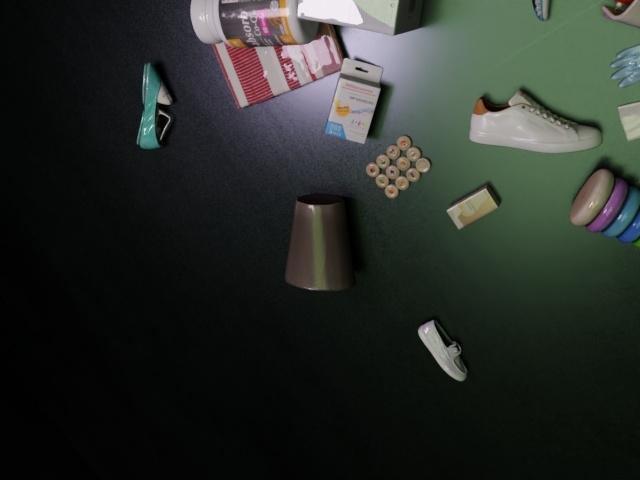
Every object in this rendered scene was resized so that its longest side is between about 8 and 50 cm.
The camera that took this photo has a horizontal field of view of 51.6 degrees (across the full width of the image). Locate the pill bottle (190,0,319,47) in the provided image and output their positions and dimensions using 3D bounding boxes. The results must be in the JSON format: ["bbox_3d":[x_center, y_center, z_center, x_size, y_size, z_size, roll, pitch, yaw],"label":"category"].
[{"bbox_3d":[-0.153,-0.537,1.559,0.278,0.162,0.162,3,111,22],"label":"pill bottle"}]

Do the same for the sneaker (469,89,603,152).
[{"bbox_3d":[0.479,-0.267,1.471,0.290,0.106,0.123,9,116,21],"label":"sneaker"}]

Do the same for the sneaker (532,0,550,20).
[{"bbox_3d":[0.482,-0.560,1.382,0.082,0.071,0.191,-6,113,9],"label":"sneaker"}]

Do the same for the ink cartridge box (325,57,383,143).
[{"bbox_3d":[0.083,-0.341,1.620,0.104,0.062,0.181,13,116,-5],"label":"ink cartridge box"}]

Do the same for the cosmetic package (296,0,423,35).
[{"bbox_3d":[0.097,-0.546,1.456,0.224,0.224,0.138,15,115,17],"label":"cosmetic package"}]

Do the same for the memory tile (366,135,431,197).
[{"bbox_3d":[0.196,-0.184,1.677,0.148,0.012,0.113,-40,92,29],"label":"memory tile"}]

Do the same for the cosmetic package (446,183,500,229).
[{"bbox_3d":[0.376,-0.082,1.624,0.115,0.041,0.060,-33,94,30],"label":"cosmetic package"}]

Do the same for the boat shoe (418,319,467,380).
[{"bbox_3d":[0.342,0.293,1.777,0.063,0.066,0.184,-40,82,31],"label":"boat shoe"}]

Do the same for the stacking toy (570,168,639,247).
[{"bbox_3d":[0.730,-0.024,1.455,0.330,0.141,0.141,29,118,5],"label":"stacking toy"}]

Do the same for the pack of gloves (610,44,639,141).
[{"bbox_3d":[0.736,-0.328,1.376,0.232,0.046,0.195,-15,102,27],"label":"pack of gloves"}]

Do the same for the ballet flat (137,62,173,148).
[{"bbox_3d":[-0.458,-0.372,1.852,0.087,0.083,0.247,9,116,-7],"label":"ballet flat"}]

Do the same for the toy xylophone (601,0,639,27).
[{"bbox_3d":[0.697,-0.508,1.236,0.236,0.081,0.323,15,142,-22],"label":"toy xylophone"}]

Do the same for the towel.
[{"bbox_3d":[-0.115,-0.494,1.675,0.328,0.037,0.237,-15,104,27],"label":"towel"}]

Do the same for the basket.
[{"bbox_3d":[0.000,0.000,1.756,0.204,0.154,0.227,9,109,23],"label":"basket"}]
